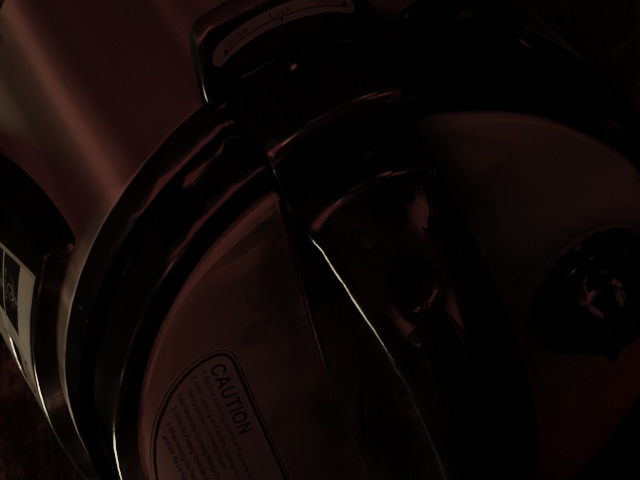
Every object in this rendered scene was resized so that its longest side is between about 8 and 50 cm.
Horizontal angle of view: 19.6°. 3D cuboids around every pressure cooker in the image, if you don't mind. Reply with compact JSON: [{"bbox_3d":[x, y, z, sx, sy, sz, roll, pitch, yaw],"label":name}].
[{"bbox_3d":[0.005,-0.004,1.079,0.375,0.370,0.420,-60,37,20],"label":"pressure cooker"}]
